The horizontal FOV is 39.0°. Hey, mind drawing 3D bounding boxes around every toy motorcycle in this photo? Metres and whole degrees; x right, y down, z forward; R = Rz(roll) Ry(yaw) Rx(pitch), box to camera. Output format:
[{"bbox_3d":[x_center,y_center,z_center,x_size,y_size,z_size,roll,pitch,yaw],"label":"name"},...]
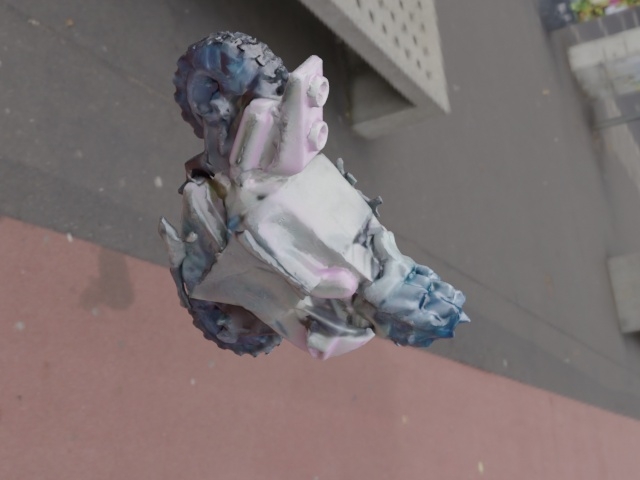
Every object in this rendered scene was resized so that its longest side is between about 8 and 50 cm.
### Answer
[{"bbox_3d":[0.003,-0.004,0.572,0.239,0.204,0.108,82,31,-50],"label":"toy motorcycle"}]
